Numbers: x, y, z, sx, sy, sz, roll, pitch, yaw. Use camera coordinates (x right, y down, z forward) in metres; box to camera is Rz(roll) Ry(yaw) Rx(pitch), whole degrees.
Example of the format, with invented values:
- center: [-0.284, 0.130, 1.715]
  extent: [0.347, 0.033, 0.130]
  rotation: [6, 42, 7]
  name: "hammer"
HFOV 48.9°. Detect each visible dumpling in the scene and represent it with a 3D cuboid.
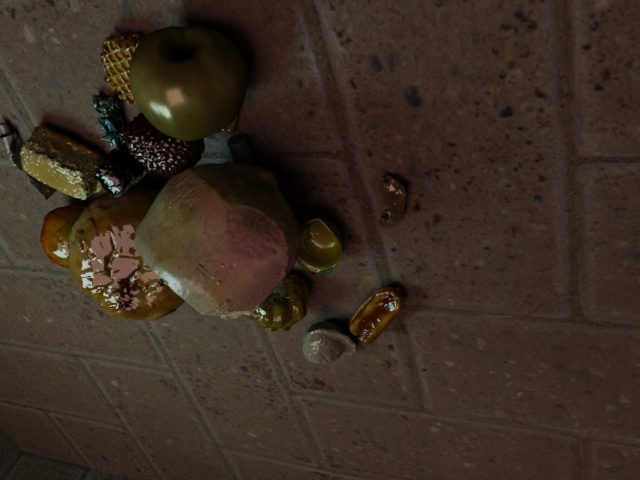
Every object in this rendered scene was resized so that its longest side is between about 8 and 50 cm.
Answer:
- center: [0.029, 0.315, 2.160]
  extent: [0.167, 0.126, 0.215]
  rotation: [4, 131, 3]
  name: "dumpling"

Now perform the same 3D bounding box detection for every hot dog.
- center: [0.162, 0.208, 2.021]
  extent: [0.100, 0.068, 0.249]
  rotation: [41, 135, 6]
  name: "hot dog"

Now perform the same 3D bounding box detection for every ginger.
- center: [0.179, -0.089, 1.742]
  extent: [0.070, 0.051, 0.173]
  rotation: [17, 134, 17]
  name: "ginger"

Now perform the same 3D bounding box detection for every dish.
- center: [0.000, 0.000, 1.899]
  extent: [0.149, 0.080, 0.207]
  rotation: [19, 135, 11]
  name: "dish"

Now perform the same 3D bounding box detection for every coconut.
- center: [-0.232, -0.023, 1.765]
  extent: [0.405, 0.404, 0.404]
  rotation: [15, 136, 15]
  name: "coconut"

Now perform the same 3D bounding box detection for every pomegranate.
- center: [-0.756, -0.013, 2.185]
  extent: [0.235, 0.210, 0.210]
  rotation: [7, 136, 47]
  name: "pomegranate"

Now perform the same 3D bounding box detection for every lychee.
- center: [-0.393, -0.254, 1.760]
  extent: [0.188, 0.188, 0.188]
  rotation: [15, 136, 15]
  name: "lychee"

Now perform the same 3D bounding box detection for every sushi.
- center: [-0.506, -0.212, 1.880]
  extent: [0.115, 0.212, 0.147]
  rotation: [47, 158, -6]
  name: "sushi"

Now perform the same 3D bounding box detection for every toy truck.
- center: [-0.571, -0.317, 1.899]
  extent: [0.080, 0.078, 0.154]
  rotation: [9, 134, 18]
  name: "toy truck"

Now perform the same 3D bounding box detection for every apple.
- center: [-0.296, -0.353, 1.593]
  extent: [0.263, 0.262, 0.262]
  rotation: [15, 136, 15]
  name: "apple"

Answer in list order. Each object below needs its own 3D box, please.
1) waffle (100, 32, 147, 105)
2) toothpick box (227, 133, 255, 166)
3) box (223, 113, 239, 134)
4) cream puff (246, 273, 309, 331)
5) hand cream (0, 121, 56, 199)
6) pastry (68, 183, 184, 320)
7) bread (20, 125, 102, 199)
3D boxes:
- center: [-0.459, -0.424, 1.748]
  extent: [0.197, 0.070, 0.193]
  rotation: [20, 137, 13]
  name: "waffle"
- center: [-0.203, -0.226, 1.810]
  extent: [0.052, 0.052, 0.083]
  rotation: [5, 133, 24]
  name: "toothpick box"
- center: [-0.278, -0.333, 1.771]
  extent: [0.155, 0.023, 0.086]
  rotation: [26, 135, 3]
  name: "box"
- center: [-0.136, 0.190, 2.091]
  extent: [0.221, 0.194, 0.194]
  rotation: [14, 136, 22]
  name: "cream puff"
- center: [-0.896, -0.244, 2.144]
  extent: [0.050, 0.084, 0.257]
  rotation: [-18, 117, 30]
  name: "hand cream"
- center: [-0.518, 0.032, 2.036]
  extent: [0.410, 0.245, 0.409]
  rotation: [-1, 114, -2]
  name: "pastry"
- center: [-0.748, -0.221, 2.053]
  extent: [0.246, 0.121, 0.174]
  rotation: [23, 146, 0]
  name: "bread"
